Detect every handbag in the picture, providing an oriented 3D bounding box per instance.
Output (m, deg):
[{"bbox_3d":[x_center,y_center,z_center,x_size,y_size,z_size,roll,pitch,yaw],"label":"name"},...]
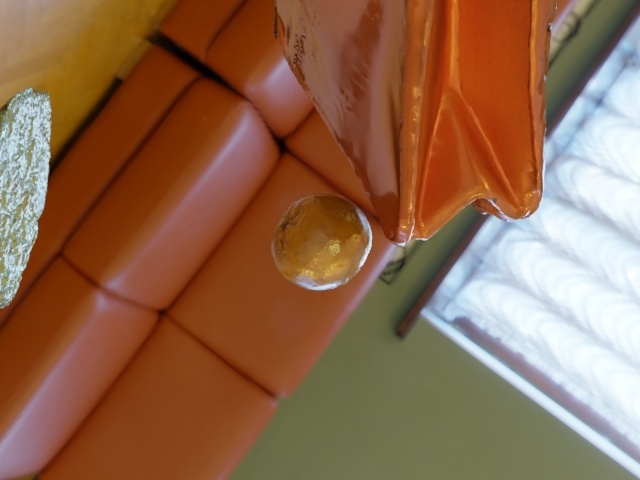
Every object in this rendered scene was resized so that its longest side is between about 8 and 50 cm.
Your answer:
[{"bbox_3d":[0.049,-0.216,0.747,0.116,0.410,0.304,-12,130,-11],"label":"handbag"}]

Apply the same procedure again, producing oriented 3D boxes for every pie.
[{"bbox_3d":[-0.363,-0.048,1.068,0.274,0.105,0.257,-86,-165,-57],"label":"pie"}]

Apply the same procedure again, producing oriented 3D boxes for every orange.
[{"bbox_3d":[0.000,0.000,0.758,0.083,0.070,0.083,-48,-162,22],"label":"orange"}]
